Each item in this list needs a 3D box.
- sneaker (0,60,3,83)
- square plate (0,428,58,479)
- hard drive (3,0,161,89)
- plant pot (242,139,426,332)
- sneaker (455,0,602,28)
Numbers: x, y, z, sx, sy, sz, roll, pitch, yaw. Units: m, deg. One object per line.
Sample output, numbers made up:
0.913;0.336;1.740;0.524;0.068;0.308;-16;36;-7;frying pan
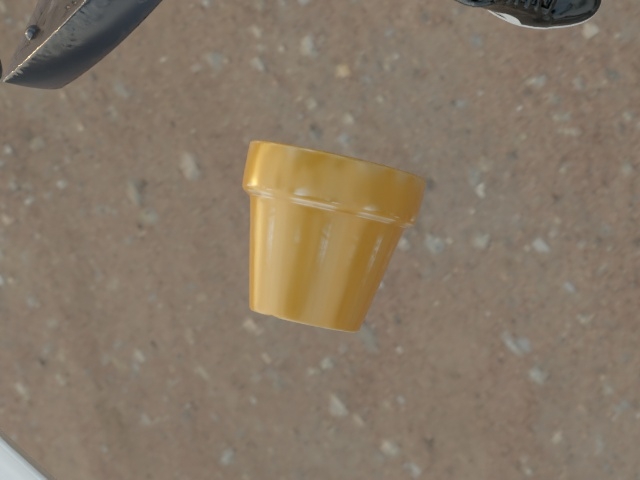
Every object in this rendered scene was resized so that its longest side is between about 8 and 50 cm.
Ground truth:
-0.292;-0.119;0.860;0.226;0.163;0.086;36;108;23;sneaker
-0.307;0.270;1.176;0.347;0.049;0.344;43;117;-7;square plate
-0.158;-0.226;1.171;0.054;0.172;0.254;31;144;-23;hard drive
0.000;0.000;1.659;0.205;0.205;0.188;13;90;36;plant pot
0.187;-0.247;1.437;0.216;0.121;0.079;14;108;-12;sneaker
